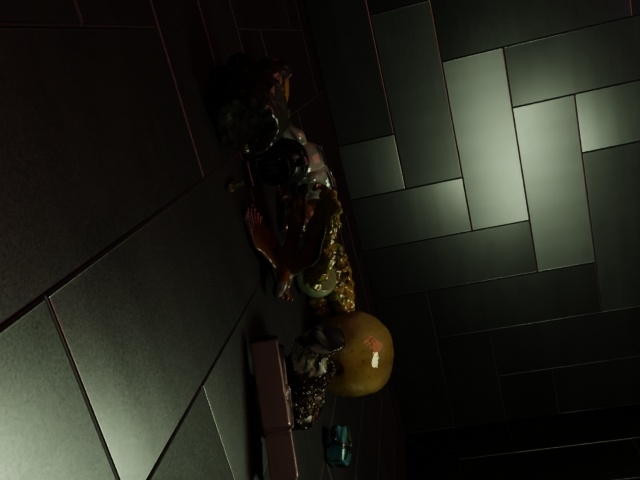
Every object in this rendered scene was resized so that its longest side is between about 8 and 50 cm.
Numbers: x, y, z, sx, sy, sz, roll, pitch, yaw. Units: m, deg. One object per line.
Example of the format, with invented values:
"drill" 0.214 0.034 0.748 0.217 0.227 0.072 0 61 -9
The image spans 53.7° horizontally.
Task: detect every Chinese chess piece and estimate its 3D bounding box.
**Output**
"Chinese chess piece" -0.016 0.121 2.098 0.144 0.058 0.144 22 50 -28

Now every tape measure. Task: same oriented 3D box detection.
"tape measure" 0.063 0.670 2.063 0.146 0.081 0.125 64 21 -55

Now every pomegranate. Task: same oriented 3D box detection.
"pomegranate" 0.106 0.379 2.114 0.307 0.308 0.307 -11 90 -79

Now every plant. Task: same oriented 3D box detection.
"plant" -0.172 -0.360 1.639 0.276 0.199 0.188 -85 167 -44

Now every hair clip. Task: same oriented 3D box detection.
"hair clip" -0.107 0.389 1.461 0.101 0.085 0.330 99 -15 -65

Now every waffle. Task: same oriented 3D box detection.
"waffle" 0.045 0.169 2.317 0.324 0.151 0.261 -76 150 -63
"waffle" 0.002 0.000 1.781 0.291 0.051 0.291 -168 -90 -69

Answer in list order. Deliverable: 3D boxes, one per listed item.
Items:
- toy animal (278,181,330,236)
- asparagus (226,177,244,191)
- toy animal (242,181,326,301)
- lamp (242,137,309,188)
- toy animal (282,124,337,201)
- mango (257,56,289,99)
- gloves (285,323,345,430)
"toy animal" -0.025 -0.097 2.086 0.157 0.312 0.097 51 -40 23
"asparagus" -0.216 -0.141 1.598 0.108 0.025 0.021 -63 150 -73
"toy animal" -0.099 0.014 1.798 0.284 0.225 0.301 -75 174 -69
"lamp" -0.112 -0.219 1.835 0.227 0.172 0.147 -62 141 -76
"toy animal" -0.048 -0.269 2.259 0.208 0.154 0.325 -79 151 -79
"mango" -0.157 -0.499 2.061 0.219 0.113 0.144 84 1 -60
"gloves" -0.036 0.357 1.648 0.210 0.135 0.312 -50 159 -68
